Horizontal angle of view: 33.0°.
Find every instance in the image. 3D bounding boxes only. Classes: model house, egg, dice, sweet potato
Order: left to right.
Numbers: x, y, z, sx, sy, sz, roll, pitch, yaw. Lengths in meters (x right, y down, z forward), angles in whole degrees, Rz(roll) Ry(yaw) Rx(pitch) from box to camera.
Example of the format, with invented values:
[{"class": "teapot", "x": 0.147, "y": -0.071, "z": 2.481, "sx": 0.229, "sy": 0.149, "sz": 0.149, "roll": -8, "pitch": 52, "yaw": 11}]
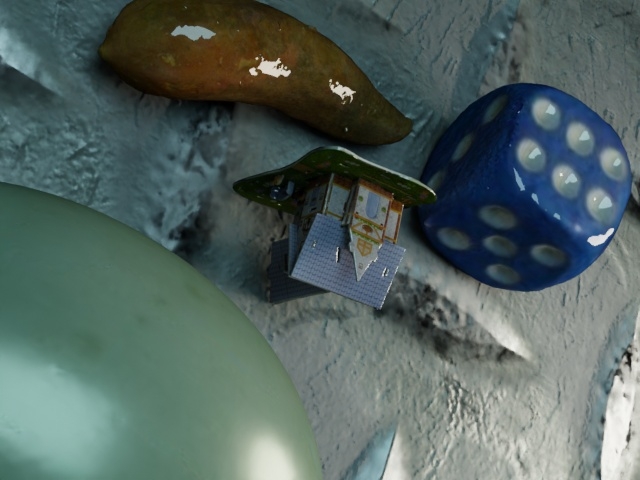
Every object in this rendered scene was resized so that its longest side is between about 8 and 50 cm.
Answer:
[{"class": "egg", "x": -0.173, "y": 0.116, "z": 0.642, "sx": 0.389, "sy": 0.276, "sz": 0.276, "roll": 36, "pitch": 62, "yaw": -18}, {"class": "sweet potato", "x": -0.041, "y": -0.146, "z": 0.903, "sx": 0.292, "sy": 0.097, "sz": 0.097, "roll": 10, "pitch": 72, "yaw": -30}, {"class": "model house", "x": 0.000, "y": 0.000, "z": 0.847, "sx": 0.117, "sy": 0.167, "sz": 0.088, "roll": 22, "pitch": 70, "yaw": -29}, {"class": "dice", "x": 0.184, "y": -0.048, "z": 0.982, "sx": 0.143, "sy": 0.146, "sz": 0.146, "roll": 34, "pitch": 58, "yaw": -17}]
